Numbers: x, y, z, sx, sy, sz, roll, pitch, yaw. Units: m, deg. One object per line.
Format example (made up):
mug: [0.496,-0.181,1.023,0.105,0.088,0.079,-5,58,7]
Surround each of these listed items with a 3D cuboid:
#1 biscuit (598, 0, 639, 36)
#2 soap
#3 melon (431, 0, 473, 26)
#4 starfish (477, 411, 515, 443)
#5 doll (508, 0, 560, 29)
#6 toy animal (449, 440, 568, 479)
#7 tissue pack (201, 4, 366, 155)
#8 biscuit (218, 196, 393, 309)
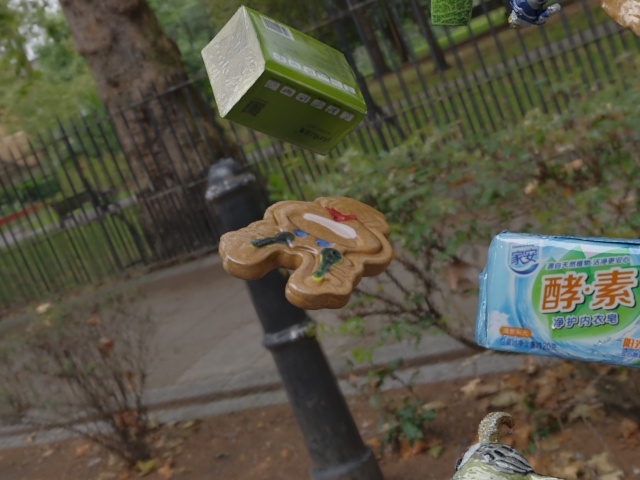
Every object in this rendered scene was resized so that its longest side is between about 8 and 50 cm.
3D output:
biscuit: [0.652,-0.298,1.403,0.349,0.456,0.078,-78,13,-56]
soap: [0.326,0.070,1.067,0.294,0.156,0.077,3,1,20]
melon: [0.168,-0.363,1.122,0.064,0.209,0.118,2,-6,7]
starfish: [0.351,0.521,1.916,0.113,0.303,0.312,15,24,19]
doll: [0.400,-0.452,1.701,0.057,0.114,0.227,-45,-12,-9]
toy animal: [0.219,0.279,1.064,0.137,0.098,0.098,-20,10,11]
tissue pack: [-0.073,-0.319,1.817,0.275,0.200,0.167,17,-47,-41]
biscuit: [0.000,0.000,1.303,0.202,0.047,0.334,26,27,18]
